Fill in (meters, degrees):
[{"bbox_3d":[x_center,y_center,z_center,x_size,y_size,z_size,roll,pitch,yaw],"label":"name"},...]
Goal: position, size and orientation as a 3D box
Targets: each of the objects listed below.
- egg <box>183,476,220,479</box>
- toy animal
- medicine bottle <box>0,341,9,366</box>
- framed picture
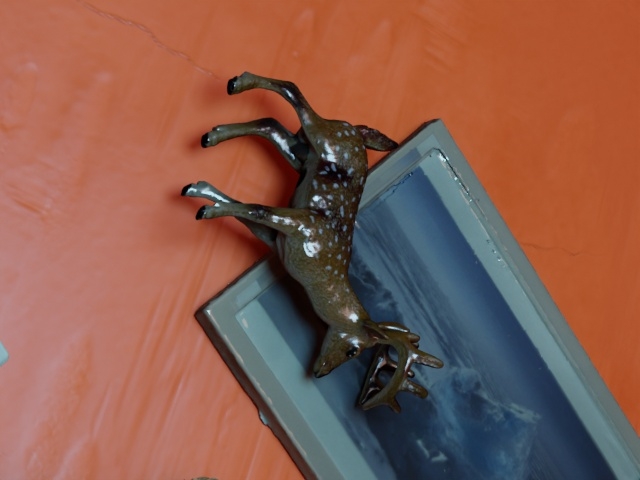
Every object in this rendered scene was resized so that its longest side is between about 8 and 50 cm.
[{"bbox_3d":[-0.086,0.254,1.168,0.118,0.116,0.140,-3,78,-56],"label":"egg"},{"bbox_3d":[0.009,-0.002,1.267,0.260,0.087,0.243,26,69,-23],"label":"toy animal"},{"bbox_3d":[-0.295,0.061,1.106,0.074,0.055,0.118,-38,102,-32],"label":"medicine bottle"},{"bbox_3d":[0.120,0.154,1.373,0.326,0.028,0.446,-40,103,-32],"label":"framed picture"}]
